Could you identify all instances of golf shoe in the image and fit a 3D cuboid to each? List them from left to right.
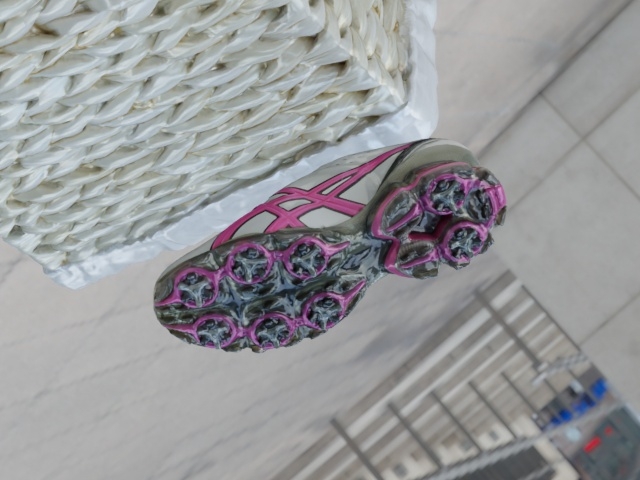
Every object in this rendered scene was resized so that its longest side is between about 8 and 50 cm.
[{"bbox_3d":[0.000,0.000,0.581,0.186,0.086,0.068,-20,119,-7],"label":"golf shoe"}]

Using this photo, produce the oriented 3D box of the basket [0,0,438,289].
[{"bbox_3d":[-0.126,-0.197,0.743,0.331,0.329,0.266,-20,142,28],"label":"basket"}]
